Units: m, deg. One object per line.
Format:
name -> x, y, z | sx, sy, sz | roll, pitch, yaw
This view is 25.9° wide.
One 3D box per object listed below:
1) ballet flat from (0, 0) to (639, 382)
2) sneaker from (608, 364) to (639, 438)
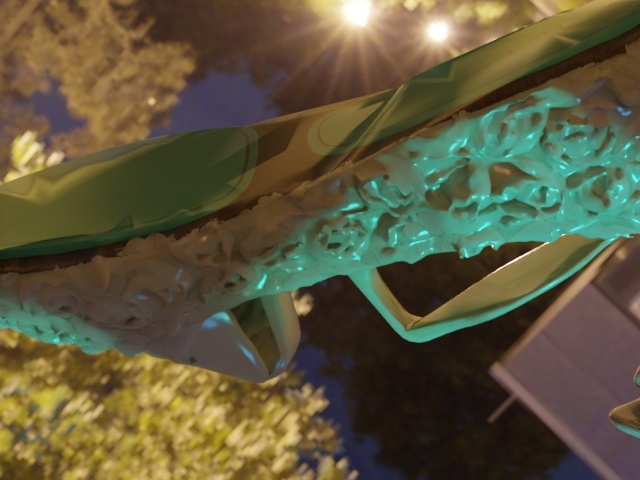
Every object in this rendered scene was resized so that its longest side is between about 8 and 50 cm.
ballet flat -> 0.000, 0.000, 0.676 | 0.147, 0.409, 0.147 | -16, -90, -76
sneaker -> 0.304, 0.158, 0.949 | 0.210, 0.137, 0.366 | 30, -153, 10
